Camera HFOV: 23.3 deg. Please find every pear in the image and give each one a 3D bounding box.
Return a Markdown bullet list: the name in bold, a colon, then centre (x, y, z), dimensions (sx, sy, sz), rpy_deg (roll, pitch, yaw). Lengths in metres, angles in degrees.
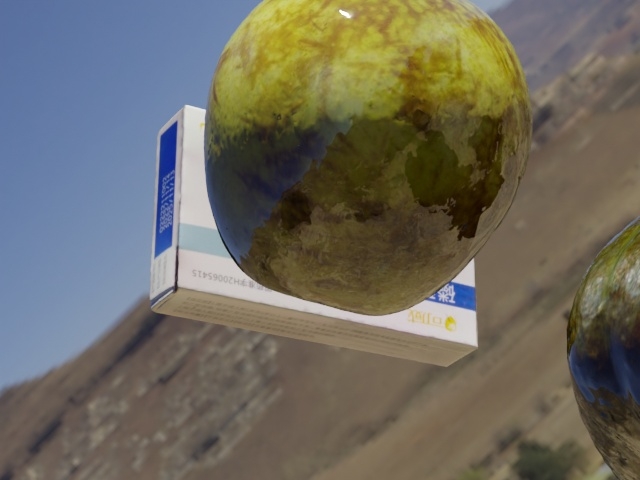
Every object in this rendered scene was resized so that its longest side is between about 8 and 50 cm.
- **pear**: centre (0.035, -0.075, 1.220), dimensions (0.283, 0.283, 0.283), rpy_deg (-44, -1, -1)

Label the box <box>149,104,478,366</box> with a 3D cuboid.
- **box**: centre (0.000, 0.000, 1.568), dimensions (0.065, 0.343, 0.200), rpy_deg (-36, 47, 54)

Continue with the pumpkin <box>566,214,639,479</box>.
- **pumpkin**: centre (0.255, 0.093, 0.933), dimensions (0.325, 0.232, 0.242), rpy_deg (117, 178, -70)
